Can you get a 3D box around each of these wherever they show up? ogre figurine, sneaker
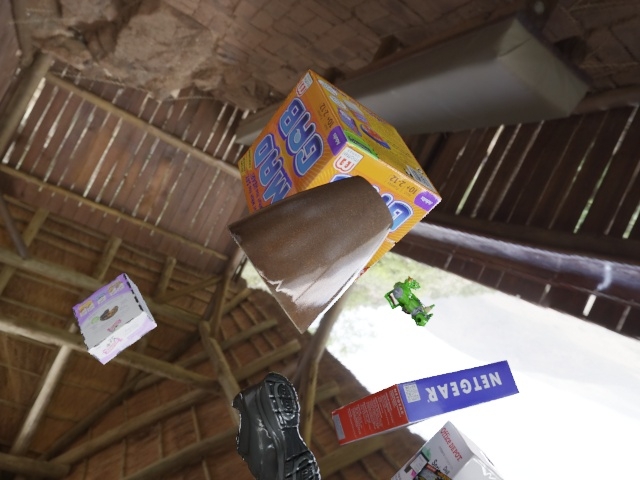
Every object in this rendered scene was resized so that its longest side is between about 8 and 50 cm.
[{"bbox_3d":[0.237,0.163,1.297,0.118,0.097,0.197,47,-152,4],"label":"ogre figurine"},{"bbox_3d":[-0.089,0.403,0.923,0.109,0.130,0.287,25,-136,-55],"label":"sneaker"}]

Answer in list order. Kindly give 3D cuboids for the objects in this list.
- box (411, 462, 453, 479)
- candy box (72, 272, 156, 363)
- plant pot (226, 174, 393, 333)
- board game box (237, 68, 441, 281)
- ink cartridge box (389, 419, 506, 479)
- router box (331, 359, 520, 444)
[{"bbox_3d":[0.230,0.457,0.868,0.136,0.027,0.094,27,-172,26],"label":"box"},{"bbox_3d":[-0.554,0.204,1.320,0.196,0.164,0.070,41,162,44],"label":"candy box"},{"bbox_3d":[0.000,0.000,0.820,0.215,0.230,0.215,54,173,10],"label":"plant pot"},{"bbox_3d":[0.035,-0.169,1.370,0.356,0.356,0.356,23,-147,-36],"label":"board game box"},{"bbox_3d":[0.250,0.556,1.066,0.117,0.278,0.201,44,180,0],"label":"ink cartridge box"},{"bbox_3d":[0.242,0.386,1.168,0.335,0.082,0.301,-1,153,-30],"label":"router box"}]
